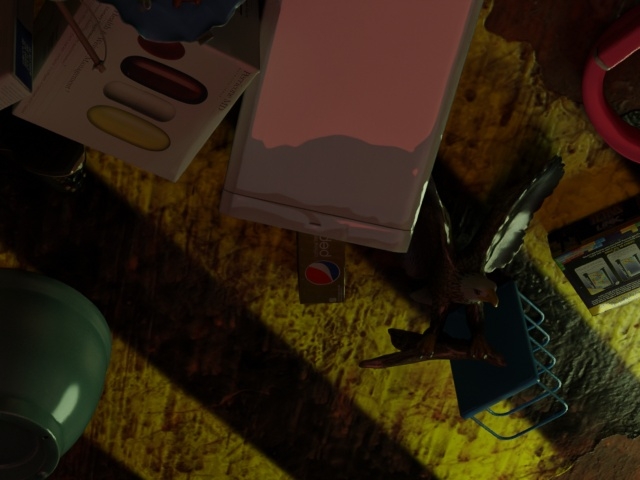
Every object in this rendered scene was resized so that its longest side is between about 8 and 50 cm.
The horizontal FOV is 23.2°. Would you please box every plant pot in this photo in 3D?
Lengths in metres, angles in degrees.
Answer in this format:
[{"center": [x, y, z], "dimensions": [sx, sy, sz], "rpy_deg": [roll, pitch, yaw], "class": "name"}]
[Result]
[{"center": [-0.427, 0.206, 2.068], "dimensions": [0.293, 0.196, 0.293], "rpy_deg": [-3, 134, -3], "class": "plant pot"}]

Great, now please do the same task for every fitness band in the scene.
[{"center": [0.440, -0.198, 1.806], "dimensions": [0.291, 0.054, 0.209], "rpy_deg": [-33, 116, 33], "class": "fitness band"}]

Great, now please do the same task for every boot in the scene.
[{"center": [-0.300, -0.092, 1.816], "dimensions": [0.077, 0.198, 0.137], "rpy_deg": [-52, 132, -8], "class": "boot"}]

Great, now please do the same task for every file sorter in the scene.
[{"center": [0.251, 0.165, 2.106], "dimensions": [0.118, 0.170, 0.104], "rpy_deg": [-31, 133, 23], "class": "file sorter"}]

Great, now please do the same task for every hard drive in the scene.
[{"center": [0.031, -0.162, 1.776], "dimensions": [0.233, 0.047, 0.353], "rpy_deg": [12, 121, -4], "class": "hard drive"}]

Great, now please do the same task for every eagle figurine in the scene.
[{"center": [0.180, 0.015, 1.971], "dimensions": [0.226, 0.225, 0.298], "rpy_deg": [-16, 114, -48], "class": "eagle figurine"}]

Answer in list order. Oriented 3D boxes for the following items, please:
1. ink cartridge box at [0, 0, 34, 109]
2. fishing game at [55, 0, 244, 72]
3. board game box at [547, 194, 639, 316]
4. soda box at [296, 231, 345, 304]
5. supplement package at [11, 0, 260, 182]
[{"center": [-0.405, -0.197, 1.650], "dimensions": [0.224, 0.223, 0.045], "rpy_deg": [-21, 138, 16], "class": "ink cartridge box"}, {"center": [-0.151, -0.290, 1.579], "dimensions": [0.264, 0.041, 0.189], "rpy_deg": [-35, 106, -17], "class": "fishing game"}, {"center": [0.405, 0.015, 2.053], "dimensions": [0.170, 0.048, 0.141], "rpy_deg": [-24, 134, 17], "class": "board game box"}, {"center": [0.000, 0.000, 1.996], "dimensions": [0.061, 0.058, 0.181], "rpy_deg": [-3, 134, -2], "class": "soda box"}, {"center": [-0.200, -0.206, 1.710], "dimensions": [0.203, 0.149, 0.194], "rpy_deg": [22, 129, -23], "class": "supplement package"}]
